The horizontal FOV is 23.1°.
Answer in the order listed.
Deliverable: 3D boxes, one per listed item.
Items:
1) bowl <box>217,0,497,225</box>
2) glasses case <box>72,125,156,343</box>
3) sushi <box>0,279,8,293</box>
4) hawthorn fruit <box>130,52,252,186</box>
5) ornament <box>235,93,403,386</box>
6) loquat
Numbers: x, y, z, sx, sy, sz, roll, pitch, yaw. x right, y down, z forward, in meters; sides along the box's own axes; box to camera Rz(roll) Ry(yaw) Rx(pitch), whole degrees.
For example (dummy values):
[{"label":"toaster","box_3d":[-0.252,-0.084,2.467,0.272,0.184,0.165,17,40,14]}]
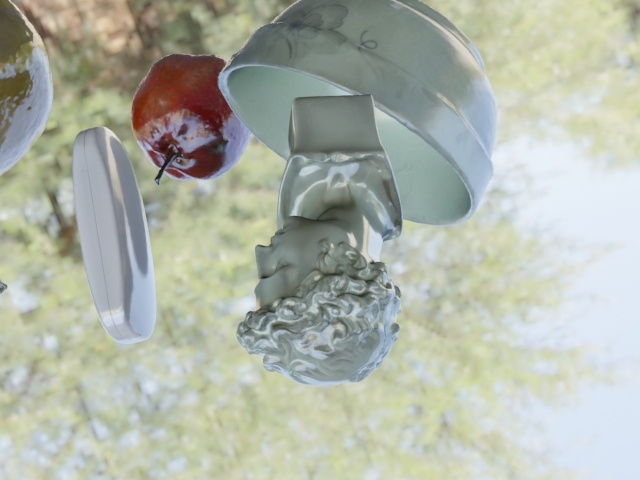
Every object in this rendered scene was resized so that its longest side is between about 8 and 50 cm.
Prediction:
[{"label":"bowl","box_3d":[0.062,-0.155,1.672,0.163,0.307,0.307,-58,-159,-16]},{"label":"glasses case","box_3d":[-0.180,-0.005,1.367,0.049,0.193,0.074,-13,167,15]},{"label":"sushi","box_3d":[-0.435,0.028,1.634,0.139,0.184,0.274,26,-120,29]},{"label":"hawthorn fruit","box_3d":[-0.163,-0.138,1.927,0.157,0.157,0.194,-15,-143,33]},{"label":"ornament","box_3d":[0.014,0.001,1.330,0.130,0.120,0.285,7,-132,6]},{"label":"loquat","box_3d":[-0.474,-0.203,1.998,0.276,0.276,0.284,-27,165,-41]}]
